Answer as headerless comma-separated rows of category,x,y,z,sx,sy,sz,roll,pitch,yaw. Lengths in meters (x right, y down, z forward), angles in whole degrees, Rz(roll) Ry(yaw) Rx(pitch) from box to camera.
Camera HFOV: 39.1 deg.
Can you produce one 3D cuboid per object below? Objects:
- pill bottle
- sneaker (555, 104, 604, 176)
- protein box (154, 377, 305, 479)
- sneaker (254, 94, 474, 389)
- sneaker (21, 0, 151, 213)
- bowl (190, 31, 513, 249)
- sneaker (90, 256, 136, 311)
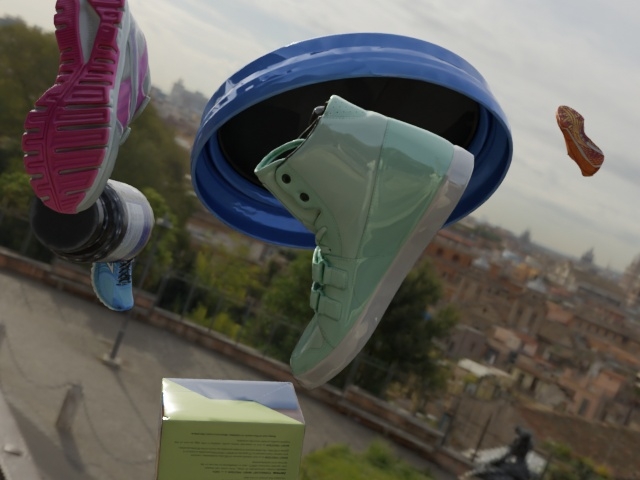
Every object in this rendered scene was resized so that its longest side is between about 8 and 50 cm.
pill bottle,-0.318,-0.029,1.259,0.123,0.123,0.219,22,1,6
sneaker,0.532,-0.210,1.896,0.064,0.175,0.067,-6,-30,-18
protein box,-0.139,0.323,1.314,0.200,0.201,0.136,4,16,-11
sneaker,0.000,-0.001,0.758,0.151,0.256,0.094,28,24,-4
sneaker,-0.233,-0.146,0.963,0.103,0.252,0.111,9,-10,18
bowl,0.037,-0.110,1.115,0.391,0.077,0.391,-3,-28,-2
sneaker,-0.323,0.035,1.430,0.073,0.162,0.063,-7,7,32
